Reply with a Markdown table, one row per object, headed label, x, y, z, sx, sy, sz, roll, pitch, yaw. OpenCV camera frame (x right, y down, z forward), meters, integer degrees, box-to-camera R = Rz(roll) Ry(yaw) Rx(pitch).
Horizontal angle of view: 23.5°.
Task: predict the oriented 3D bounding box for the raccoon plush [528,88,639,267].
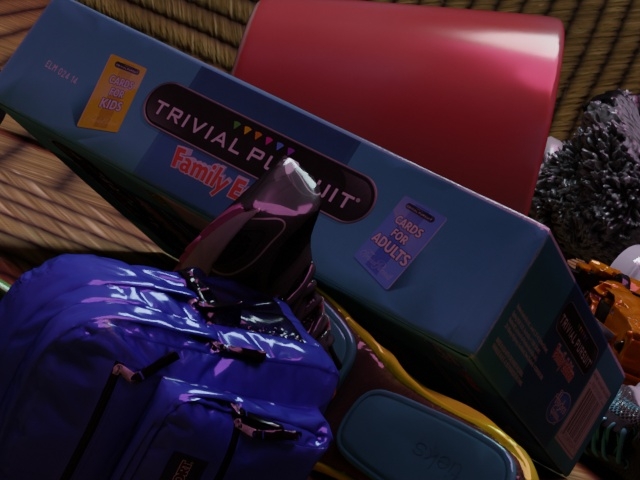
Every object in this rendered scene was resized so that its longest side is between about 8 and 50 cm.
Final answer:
| label | x | y | z | sx | sy | sz | roll | pitch | yaw |
| --- | --- | --- | --- | --- | --- | --- | --- | --- | --- |
| raccoon plush | 0.315 | 0.015 | 1.873 | 0.216 | 0.299 | 0.446 | 36 | 36 | -19 |

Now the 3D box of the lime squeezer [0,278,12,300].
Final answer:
| label | x | y | z | sx | sy | sz | roll | pitch | yaw |
| --- | --- | --- | --- | --- | --- | --- | --- | --- | --- |
| lime squeezer | -0.234 | -0.011 | 0.689 | 0.310 | 0.058 | 0.110 | 19 | 9 | -34 |

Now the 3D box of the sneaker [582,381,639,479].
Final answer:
| label | x | y | z | sx | sy | sz | roll | pitch | yaw |
| --- | --- | --- | --- | --- | --- | --- | --- | --- | --- |
| sneaker | 0.191 | 0.129 | 1.006 | 0.076 | 0.065 | 0.166 | 7 | 5 | 0 |

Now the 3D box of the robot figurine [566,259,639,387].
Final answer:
| label | x | y | z | sx | sy | sz | roll | pitch | yaw |
| --- | --- | --- | --- | --- | --- | --- | --- | --- | --- |
| robot figurine | 0.293 | 0.091 | 1.390 | 0.211 | 0.085 | 0.291 | 23 | 9 | -8 |

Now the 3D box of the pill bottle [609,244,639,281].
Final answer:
| label | x | y | z | sx | sy | sz | roll | pitch | yaw |
| --- | --- | --- | --- | --- | --- | --- | --- | --- | --- |
| pill bottle | 0.396 | 0.087 | 1.574 | 0.216 | 0.121 | 0.121 | 29 | 10 | 38 |

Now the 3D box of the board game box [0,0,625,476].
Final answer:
| label | x | y | z | sx | sy | sz | roll | pitch | yaw |
| --- | --- | --- | --- | --- | --- | --- | --- | --- | --- |
| board game box | 0.000 | 0.000 | 0.915 | 0.336 | 0.079 | 0.254 | 28 | -10 | 27 |

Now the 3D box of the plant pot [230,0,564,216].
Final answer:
| label | x | y | z | sx | sy | sz | roll | pitch | yaw |
| --- | --- | --- | --- | --- | --- | --- | --- | --- | --- |
| plant pot | 0.046 | -0.076 | 1.252 | 0.243 | 0.274 | 0.275 | 14 | 8 | 2 |

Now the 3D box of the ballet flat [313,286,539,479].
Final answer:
| label | x | y | z | sx | sy | sz | roll | pitch | yaw |
| --- | --- | --- | --- | --- | --- | --- | --- | --- | --- |
| ballet flat | 0.021 | 0.088 | 0.753 | 0.231 | 0.077 | 0.077 | 33 | -9 | 38 |

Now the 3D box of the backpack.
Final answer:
| label | x | y | z | sx | sy | sz | roll | pitch | yaw |
| --- | --- | --- | --- | --- | --- | --- | --- | --- | --- |
| backpack | -0.063 | 0.060 | 0.563 | 0.120 | 0.098 | 0.101 | 20 | 13 | -30 |

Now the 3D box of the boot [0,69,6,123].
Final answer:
| label | x | y | z | sx | sy | sz | roll | pitch | yaw |
| --- | --- | --- | --- | --- | --- | --- | --- | --- | --- |
| boot | -0.392 | -0.153 | 1.170 | 0.264 | 0.096 | 0.280 | 11 | 6 | -28 |

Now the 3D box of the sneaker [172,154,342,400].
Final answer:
| label | x | y | z | sx | sy | sz | roll | pitch | yaw |
| --- | --- | --- | --- | --- | --- | --- | --- | --- | --- |
| sneaker | -0.020 | 0.037 | 0.670 | 0.077 | 0.072 | 0.178 | 35 | -33 | 10 |
